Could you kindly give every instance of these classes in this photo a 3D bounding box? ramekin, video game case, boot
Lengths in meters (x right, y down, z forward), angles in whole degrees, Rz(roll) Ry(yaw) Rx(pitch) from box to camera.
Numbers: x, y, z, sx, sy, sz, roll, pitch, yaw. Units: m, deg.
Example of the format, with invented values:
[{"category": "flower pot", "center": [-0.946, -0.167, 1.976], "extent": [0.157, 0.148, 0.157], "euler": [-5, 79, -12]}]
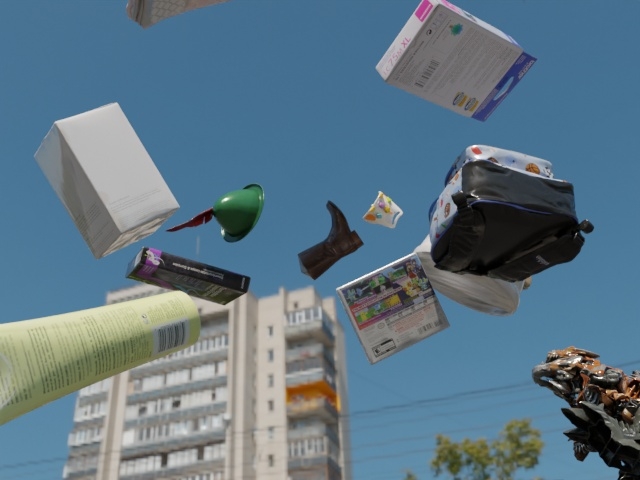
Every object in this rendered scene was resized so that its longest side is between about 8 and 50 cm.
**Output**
[{"category": "ramekin", "center": [0.353, 0.052, 1.822], "extent": [0.273, 0.127, 0.273], "euler": [28, -18, 10]}, {"category": "video game case", "center": [0.160, 0.149, 1.740], "extent": [0.201, 0.183, 0.023], "euler": [-24, -3, -11]}, {"category": "boot", "center": [0.000, 0.000, 1.327], "extent": [0.114, 0.106, 0.037], "euler": [-35, -26, 0]}]

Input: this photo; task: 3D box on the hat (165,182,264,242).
[{"category": "hat", "center": [-0.272, -0.102, 2.088], "extent": [0.173, 0.209, 0.183], "euler": [-29, -45, 35]}]

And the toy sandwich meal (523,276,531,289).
[{"category": "toy sandwich meal", "center": [0.567, 0.101, 2.225], "extent": [0.029, 0.086, 0.085], "euler": [-27, -42, 33]}]

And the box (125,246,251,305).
[{"category": "box", "center": [-0.196, 0.055, 1.158], "extent": [0.162, 0.029, 0.116], "euler": [16, -20, -19]}]

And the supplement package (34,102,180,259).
[{"category": "supplement package", "center": [-0.500, -0.139, 1.841], "extent": [0.175, 0.293, 0.177], "euler": [-30, -2, -41]}]

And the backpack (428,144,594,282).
[{"category": "backpack", "center": [0.329, -0.043, 1.521], "extent": [0.276, 0.213, 0.263], "euler": [15, -38, -12]}]

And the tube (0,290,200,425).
[{"category": "tube", "center": [-0.222, 0.099, 0.731], "extent": [0.240, 0.070, 0.062], "euler": [-15, -44, -48]}]

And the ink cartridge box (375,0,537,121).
[{"category": "ink cartridge box", "center": [0.283, -0.366, 1.620], "extent": [0.311, 0.065, 0.186], "euler": [15, -55, -36]}]

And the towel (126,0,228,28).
[{"category": "towel", "center": [-0.156, -0.501, 1.276], "extent": [0.317, 0.053, 0.332], "euler": [-28, -16, -28]}]

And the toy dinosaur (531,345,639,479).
[{"category": "toy dinosaur", "center": [0.374, 0.219, 0.896], "extent": [0.218, 0.164, 0.322], "euler": [-19, 12, -35]}]

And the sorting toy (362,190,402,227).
[{"category": "sorting toy", "center": [0.156, -0.069, 1.879], "extent": [0.075, 0.083, 0.045], "euler": [34, -21, -7]}]
